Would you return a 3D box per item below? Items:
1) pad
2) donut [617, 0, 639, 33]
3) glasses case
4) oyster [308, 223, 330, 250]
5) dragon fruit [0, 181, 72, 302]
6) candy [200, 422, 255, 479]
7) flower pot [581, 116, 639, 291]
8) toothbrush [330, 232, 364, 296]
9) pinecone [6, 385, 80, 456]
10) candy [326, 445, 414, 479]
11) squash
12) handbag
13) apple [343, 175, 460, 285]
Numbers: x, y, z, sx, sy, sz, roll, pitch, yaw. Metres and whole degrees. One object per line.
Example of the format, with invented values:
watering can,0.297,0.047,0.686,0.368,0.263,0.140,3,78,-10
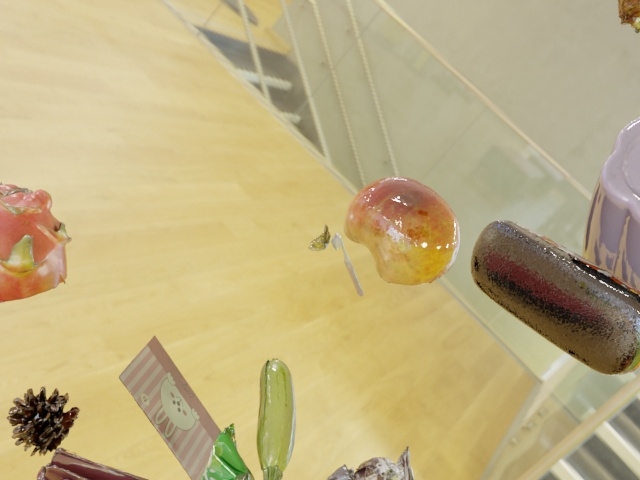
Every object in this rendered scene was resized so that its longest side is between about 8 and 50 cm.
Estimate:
pad,-0.325,0.375,1.778,0.300,0.005,0.202,58,20,-11
donut,0.632,-0.456,1.461,0.187,0.144,0.126,0,47,6
glasses case,0.284,0.063,0.962,0.067,0.103,0.267,5,23,-37
oyster,-0.001,0.003,1.714,0.034,0.051,0.093,25,49,17
dragon fruit,-0.755,-0.007,1.912,0.305,0.225,0.305,4,22,-1
candy,-0.154,0.429,1.356,0.141,0.078,0.203,55,26,-28
flower pot,0.447,-0.026,0.974,0.265,0.265,0.243,60,0,43
toothbrush,0.080,0.079,2.319,0.024,0.029,0.354,37,-15,31
pinecone,-0.546,0.349,1.555,0.121,0.140,0.140,46,16,-23
candy,0.088,0.395,1.297,0.051,0.226,0.094,-20,74,-41
squash,-0.100,0.417,1.780,0.094,0.094,0.341,30,39,-30
handbag,-0.440,0.505,1.489,0.216,0.203,0.074,23,27,-11
apple,0.201,-0.054,1.870,0.251,0.163,0.293,-24,56,-24
